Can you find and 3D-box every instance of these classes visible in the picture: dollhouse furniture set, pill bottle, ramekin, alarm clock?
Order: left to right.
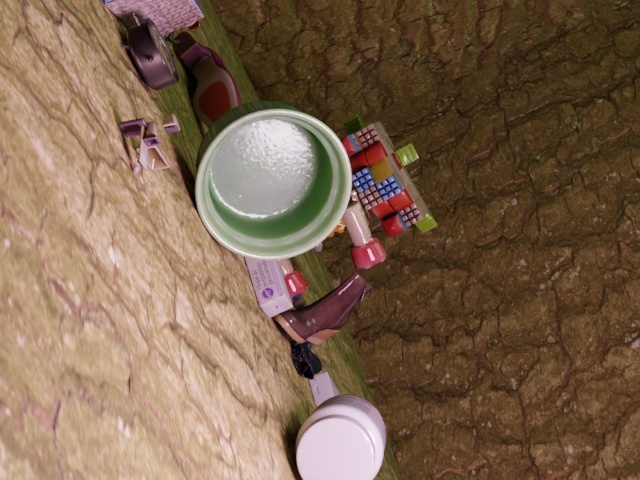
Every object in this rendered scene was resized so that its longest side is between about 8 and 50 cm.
[{"bbox_3d":[-0.318,-0.346,1.593,0.192,0.064,0.129,46,21,-73],"label":"alarm clock"},{"bbox_3d":[-0.245,-0.123,1.265,0.114,0.091,0.081,66,18,-61],"label":"dollhouse furniture set"},{"bbox_3d":[-0.103,-0.127,1.628,0.303,0.303,0.148,65,-3,-27],"label":"ramekin"},{"bbox_3d":[0.039,0.379,1.543,0.283,0.160,0.160,41,27,-82],"label":"pill bottle"}]

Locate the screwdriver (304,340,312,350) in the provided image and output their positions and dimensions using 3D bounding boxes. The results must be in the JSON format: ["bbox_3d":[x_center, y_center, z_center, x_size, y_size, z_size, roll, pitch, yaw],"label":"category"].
[{"bbox_3d":[-0.024,0.304,2.152,0.170,0.025,0.024,-110,175,-47],"label":"screwdriver"}]

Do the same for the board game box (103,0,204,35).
[{"bbox_3d":[-0.371,-0.577,1.633,0.232,0.141,0.291,39,28,-82],"label":"board game box"}]

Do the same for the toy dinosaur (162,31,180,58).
[{"bbox_3d":[-0.369,-0.540,1.997,0.118,0.064,0.268,133,-45,-73],"label":"toy dinosaur"}]

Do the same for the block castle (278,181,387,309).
[{"bbox_3d":[0.000,0.000,2.196,0.453,0.303,0.213,-96,164,-74],"label":"block castle"}]

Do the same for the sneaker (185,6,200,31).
[{"bbox_3d":[-0.383,-0.673,2.305,0.290,0.106,0.123,54,11,-80],"label":"sneaker"}]

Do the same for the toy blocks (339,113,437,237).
[{"bbox_3d":[0.164,-0.161,2.206,0.381,0.190,0.261,61,18,-3],"label":"toy blocks"}]

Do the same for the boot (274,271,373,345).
[{"bbox_3d":[0.010,0.147,1.954,0.090,0.207,0.248,45,6,27],"label":"boot"}]

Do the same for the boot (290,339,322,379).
[{"bbox_3d":[-0.030,0.294,1.963,0.121,0.045,0.099,57,5,-26],"label":"boot"}]

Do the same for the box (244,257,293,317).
[{"bbox_3d":[-0.142,0.019,1.888,0.067,0.063,0.324,59,9,-57],"label":"box"}]

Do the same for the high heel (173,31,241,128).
[{"bbox_3d":[-0.252,-0.373,2.123,0.181,0.127,0.377,42,20,-56],"label":"high heel"}]

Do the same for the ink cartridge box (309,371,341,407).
[{"bbox_3d":[0.022,0.394,2.039,0.122,0.052,0.088,61,7,-47],"label":"ink cartridge box"}]
